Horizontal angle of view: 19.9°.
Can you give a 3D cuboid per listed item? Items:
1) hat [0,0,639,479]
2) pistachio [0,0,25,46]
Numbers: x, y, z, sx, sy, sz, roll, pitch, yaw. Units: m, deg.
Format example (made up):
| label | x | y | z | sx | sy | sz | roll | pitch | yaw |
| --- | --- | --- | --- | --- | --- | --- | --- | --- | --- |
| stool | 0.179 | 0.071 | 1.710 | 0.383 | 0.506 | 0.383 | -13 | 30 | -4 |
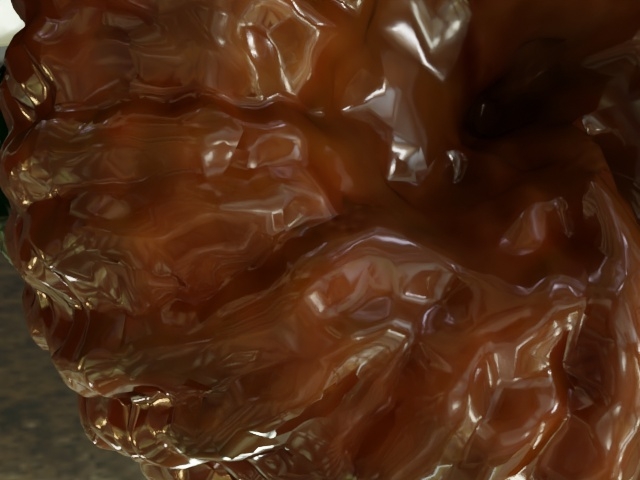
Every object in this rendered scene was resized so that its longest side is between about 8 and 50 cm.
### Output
| label | x | y | z | sx | sy | sz | roll | pitch | yaw |
| --- | --- | --- | --- | --- | --- | --- | --- | --- | --- |
| hat | 0.000 | 0.000 | 0.608 | 0.400 | 0.285 | 0.285 | -31 | -111 | 62 |
| pistachio | -0.213 | -0.176 | 0.743 | 0.214 | 0.318 | 0.193 | -2 | -99 | 63 |
